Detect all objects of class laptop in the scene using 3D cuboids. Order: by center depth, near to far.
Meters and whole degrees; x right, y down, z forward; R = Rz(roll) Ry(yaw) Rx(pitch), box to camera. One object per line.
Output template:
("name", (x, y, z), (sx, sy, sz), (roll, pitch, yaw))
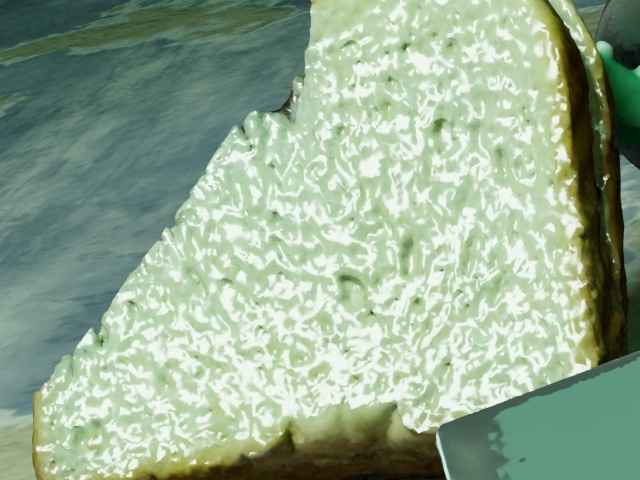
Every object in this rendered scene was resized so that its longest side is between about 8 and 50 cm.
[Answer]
("laptop", (0.117, 0.111, 0.643), (0.129, 0.016, 0.180), (-21, 40, 7))

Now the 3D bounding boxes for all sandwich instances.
("sandwich", (0.002, 0.001, 0.859), (0.288, 0.254, 0.099), (-12, -16, 16))

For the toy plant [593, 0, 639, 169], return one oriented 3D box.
("toy plant", (0.237, -0.091, 1.025), (0.185, 0.279, 0.400), (-51, 18, 34))
